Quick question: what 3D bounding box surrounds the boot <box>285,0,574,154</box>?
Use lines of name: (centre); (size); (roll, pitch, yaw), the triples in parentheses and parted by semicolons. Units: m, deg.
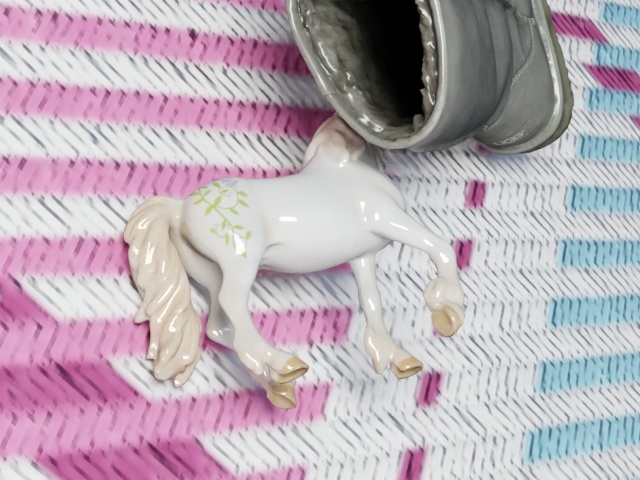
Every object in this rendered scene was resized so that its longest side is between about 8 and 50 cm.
boot: (0.035, -0.117, 0.724); (0.208, 0.076, 0.190); (0, 64, -63)

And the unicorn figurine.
unicorn figurine: (0.000, 0.000, 0.638); (0.162, 0.060, 0.111); (0, 55, -45)
